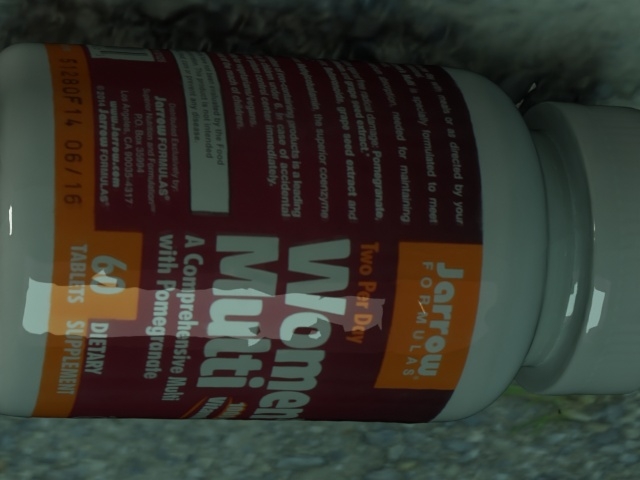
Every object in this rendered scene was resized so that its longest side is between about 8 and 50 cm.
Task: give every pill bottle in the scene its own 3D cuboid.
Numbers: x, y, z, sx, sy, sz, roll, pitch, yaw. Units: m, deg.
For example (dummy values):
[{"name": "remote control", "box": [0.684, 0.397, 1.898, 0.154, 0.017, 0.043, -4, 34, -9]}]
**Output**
[{"name": "pill bottle", "box": [0.000, 0.000, 0.623, 0.221, 0.121, 0.121, 2, 137, -14]}]
